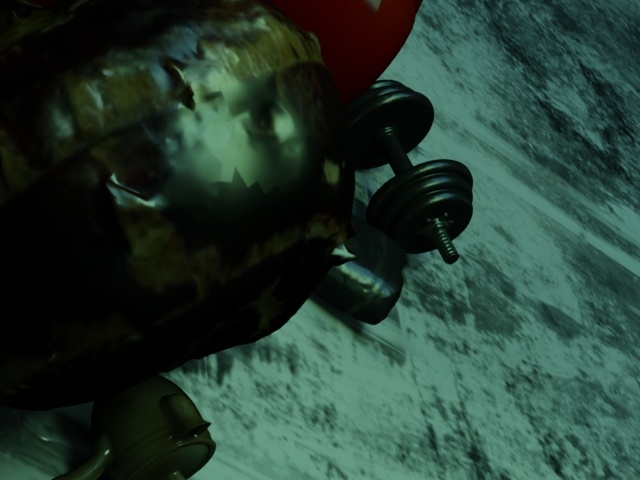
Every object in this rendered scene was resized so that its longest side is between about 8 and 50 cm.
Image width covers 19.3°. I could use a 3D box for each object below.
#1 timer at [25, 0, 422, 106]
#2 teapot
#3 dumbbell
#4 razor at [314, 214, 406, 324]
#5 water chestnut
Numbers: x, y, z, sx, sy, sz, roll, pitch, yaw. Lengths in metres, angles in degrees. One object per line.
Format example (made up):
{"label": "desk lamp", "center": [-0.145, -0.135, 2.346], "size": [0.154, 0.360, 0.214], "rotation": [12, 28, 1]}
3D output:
{"label": "timer", "center": [-0.106, -0.230, 1.300], "size": [0.378, 0.378, 0.279], "rotation": [30, 76, -31]}
{"label": "teapot", "center": [-0.116, 0.120, 1.127], "size": [0.110, 0.085, 0.080], "rotation": [-13, 61, -38]}
{"label": "dumbbell", "center": [0.070, -0.064, 1.619], "size": [0.099, 0.099, 0.208], "rotation": [14, 41, -48]}
{"label": "razor", "center": [0.000, 0.000, 1.477], "size": [0.148, 0.054, 0.090], "rotation": [38, 28, -17]}
{"label": "water chestnut", "center": [-0.130, -0.048, 1.095], "size": [0.300, 0.300, 0.300], "rotation": [35, 29, -23]}
